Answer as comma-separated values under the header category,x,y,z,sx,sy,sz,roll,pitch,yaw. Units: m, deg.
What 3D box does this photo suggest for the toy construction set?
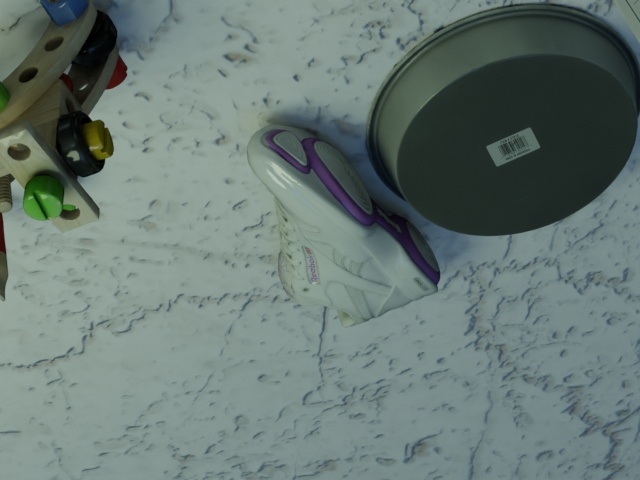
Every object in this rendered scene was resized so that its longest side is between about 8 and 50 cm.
category,x,y,z,sx,sy,sz,roll,pitch,yaw
toy construction set,-0.294,-0.062,1.799,0.257,0.237,0.309,-7,137,-8

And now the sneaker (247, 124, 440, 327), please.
category,x,y,z,sx,sy,sz,roll,pitch,yaw
sneaker,0.000,0.000,2.027,0.152,0.114,0.305,-31,134,16

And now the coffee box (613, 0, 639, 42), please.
category,x,y,z,sx,sy,sz,roll,pitch,yaw
coffee box,0.422,-0.300,1.603,0.338,0.334,0.338,-42,149,27

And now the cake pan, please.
category,x,y,z,sx,sy,sz,roll,pitch,yaw
cake pan,0.194,-0.111,2.007,0.293,0.054,0.293,-7,136,-7
